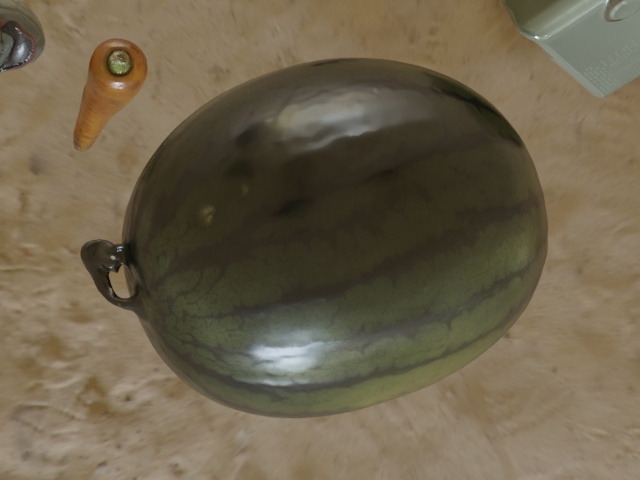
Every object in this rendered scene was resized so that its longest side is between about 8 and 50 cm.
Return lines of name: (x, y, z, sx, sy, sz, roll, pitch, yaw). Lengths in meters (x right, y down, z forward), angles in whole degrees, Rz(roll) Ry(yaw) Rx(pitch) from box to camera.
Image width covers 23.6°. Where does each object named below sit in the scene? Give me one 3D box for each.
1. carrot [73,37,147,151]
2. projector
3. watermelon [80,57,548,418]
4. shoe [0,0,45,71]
carrot: (-0.234, -0.154, 1.666, 0.061, 0.256, 0.061, 5, 71, -16)
projector: (0.258, -0.256, 1.396, 0.177, 0.242, 0.163, -33, 65, 17)
watermelon: (0.000, 0.000, 1.200, 0.359, 0.279, 0.278, -17, 86, -18)
shoe: (-0.396, -0.214, 1.730, 0.125, 0.228, 0.099, 49, 126, 33)
